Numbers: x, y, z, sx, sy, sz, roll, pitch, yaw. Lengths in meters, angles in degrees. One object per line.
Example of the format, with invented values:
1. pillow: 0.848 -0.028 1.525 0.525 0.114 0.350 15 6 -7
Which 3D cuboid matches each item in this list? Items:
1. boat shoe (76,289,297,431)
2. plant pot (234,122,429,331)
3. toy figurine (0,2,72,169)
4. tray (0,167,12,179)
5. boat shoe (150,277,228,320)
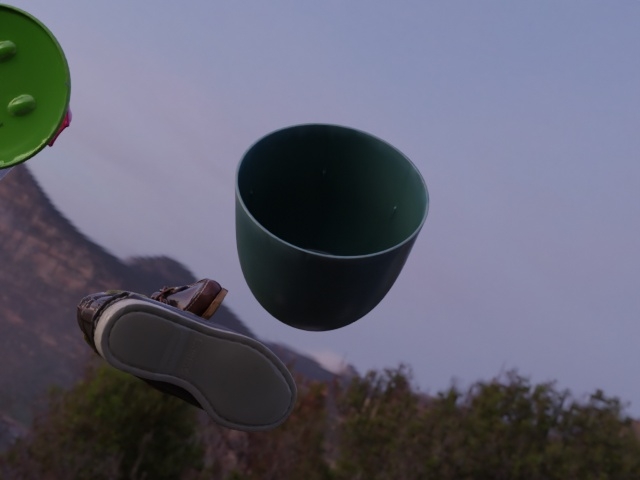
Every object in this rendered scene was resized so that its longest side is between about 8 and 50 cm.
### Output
1. boat shoe: -0.114 0.103 0.995 0.227 0.081 0.068 34 -7 -39
2. plant pot: 0.000 0.000 1.744 0.293 0.293 0.235 22 -44 9
3. toy figurine: -0.275 -0.110 0.937 0.173 0.130 0.159 -21 0 0
4. tray: -0.431 -0.160 1.168 0.270 0.030 0.145 37 23 -10
5. boat shoe: -0.184 0.094 1.394 0.073 0.073 0.207 42 -39 -6
